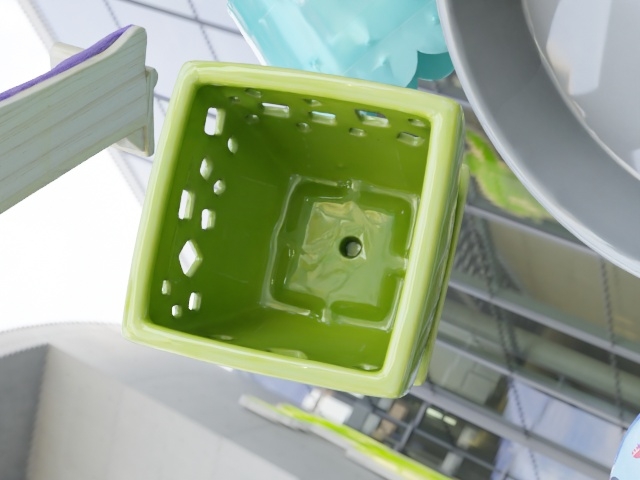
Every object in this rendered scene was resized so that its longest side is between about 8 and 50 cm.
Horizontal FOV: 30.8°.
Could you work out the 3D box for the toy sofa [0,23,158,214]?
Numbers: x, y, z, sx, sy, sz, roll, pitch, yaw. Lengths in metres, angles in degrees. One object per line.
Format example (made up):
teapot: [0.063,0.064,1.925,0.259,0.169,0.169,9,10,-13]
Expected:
toy sofa: [-0.342,-0.127,1.294,0.362,0.150,0.177,-44,-36,-51]

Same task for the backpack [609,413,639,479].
backpack: [0.195,0.135,0.491,0.158,0.117,0.173,-9,-62,-22]

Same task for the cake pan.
cake pan: [0.177,-0.103,0.579,0.054,0.293,0.293,-34,-44,-26]

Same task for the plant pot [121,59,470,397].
plant pot: [0.000,0.000,0.940,0.207,0.228,0.227,30,-108,-72]

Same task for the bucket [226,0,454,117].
bucket: [0.055,-0.232,1.166,0.281,0.183,0.281,-36,0,0]
